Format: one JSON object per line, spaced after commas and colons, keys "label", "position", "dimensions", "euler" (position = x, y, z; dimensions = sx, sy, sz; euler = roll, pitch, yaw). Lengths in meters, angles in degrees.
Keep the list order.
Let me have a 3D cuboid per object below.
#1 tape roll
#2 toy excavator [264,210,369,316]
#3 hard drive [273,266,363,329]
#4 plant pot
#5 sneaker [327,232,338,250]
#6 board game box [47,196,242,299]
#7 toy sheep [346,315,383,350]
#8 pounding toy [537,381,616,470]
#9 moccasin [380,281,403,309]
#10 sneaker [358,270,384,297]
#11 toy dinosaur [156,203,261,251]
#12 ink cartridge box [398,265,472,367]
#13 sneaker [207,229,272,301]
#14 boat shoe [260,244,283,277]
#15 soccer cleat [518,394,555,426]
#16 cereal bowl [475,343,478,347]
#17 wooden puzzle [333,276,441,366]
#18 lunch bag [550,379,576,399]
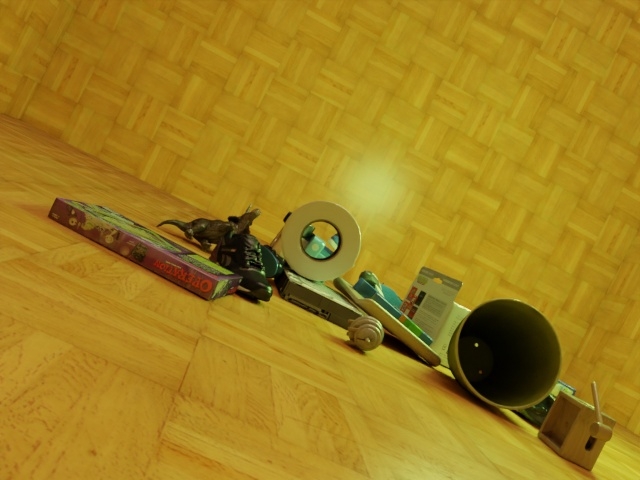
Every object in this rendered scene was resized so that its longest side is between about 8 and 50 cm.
{"label": "tape roll", "position": [0.000, 0.000, 1.825], "dimensions": [0.246, 0.246, 0.169], "euler": [27, 0, -2]}
{"label": "toy excavator", "position": [0.012, 0.109, 2.206], "dimensions": [0.445, 0.222, 0.433], "euler": [35, 0, -11]}
{"label": "hard drive", "position": [-0.016, 0.165, 1.734], "dimensions": [0.237, 0.064, 0.339], "euler": [26, 1, -8]}
{"label": "plant pot", "position": [0.458, 0.318, 1.583], "dimensions": [0.275, 0.275, 0.293], "euler": [27, -16, 3]}
{"label": "sneaker", "position": [0.103, 0.029, 2.238], "dimensions": [0.152, 0.084, 0.058], "euler": [50, -2, -17]}
{"label": "board game box", "position": [-0.336, 0.017, 1.159], "dimensions": [0.347, 0.056, 0.208], "euler": [27, -4, 5]}
{"label": "toy sheep", "position": [0.105, 0.218, 1.357], "dimensions": [0.091, 0.091, 0.132], "euler": [27, 14, -3]}
{"label": "pounding toy", "position": [0.610, 0.417, 1.307], "dimensions": [0.094, 0.181, 0.206], "euler": [27, 0, -3]}
{"label": "moccasin", "position": [0.287, 0.290, 2.518], "dimensions": [0.342, 0.138, 0.117], "euler": [43, -13, -34]}
{"label": "sneaker", "position": [0.214, 0.223, 2.221], "dimensions": [0.106, 0.078, 0.234], "euler": [-126, -166, -64]}
{"label": "toy dinosaur", "position": [-0.333, -0.025, 1.771], "dimensions": [0.313, 0.121, 0.160], "euler": [-7, 16, -5]}
{"label": "ink cartridge box", "position": [0.401, 0.256, 1.992], "dimensions": [0.130, 0.272, 0.309], "euler": [27, 1, -18]}
{"label": "sneaker", "position": [-0.185, 0.046, 1.368], "dimensions": [0.107, 0.124, 0.283], "euler": [26, 1, -36]}
{"label": "boat shoe", "position": [-0.190, 0.051, 1.807], "dimensions": [0.089, 0.109, 0.258], "euler": [26, 3, -45]}
{"label": "soccer cleat", "position": [0.575, 0.465, 1.670], "dimensions": [0.121, 0.093, 0.289], "euler": [59, -17, -21]}
{"label": "cereal bowl", "position": [0.632, 0.421, 2.218], "dimensions": [0.339, 0.141, 0.339], "euler": [12, -12, 3]}
{"label": "wooden puzzle", "position": [0.210, 0.231, 1.816], "dimensions": [0.322, 0.080, 0.348], "euler": [40, -4, -14]}
{"label": "lunch bag", "position": [0.752, 0.513, 1.920], "dimensions": [0.096, 0.129, 0.151], "euler": [25, 3, -39]}
